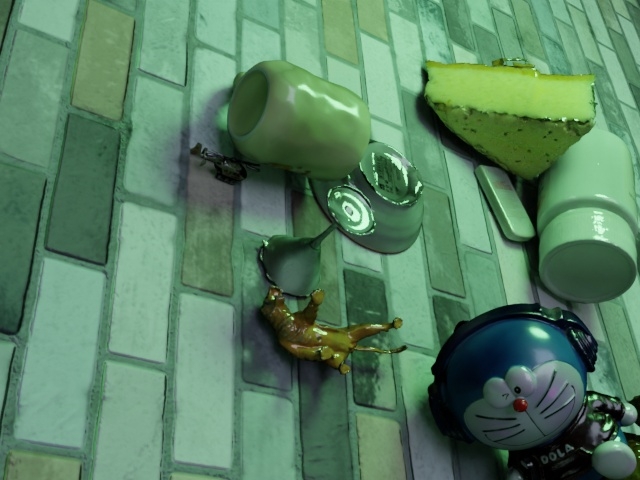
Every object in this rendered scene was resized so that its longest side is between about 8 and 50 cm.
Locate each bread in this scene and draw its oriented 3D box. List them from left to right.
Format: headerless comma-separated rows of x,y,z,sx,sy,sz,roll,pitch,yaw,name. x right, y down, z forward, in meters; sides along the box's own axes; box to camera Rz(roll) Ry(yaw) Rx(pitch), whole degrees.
0.429,-0.327,1.766,0.315,0.279,0.248,37,44,-21,bread

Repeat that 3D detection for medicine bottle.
0.582,-0.061,1.733,0.211,0.211,0.371,32,45,-16,medicine bottle

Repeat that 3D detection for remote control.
0.406,-0.081,1.737,0.088,0.029,0.190,2,56,-38,remote control

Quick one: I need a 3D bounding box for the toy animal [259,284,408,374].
0.030,0.157,1.230,0.255,0.116,0.114,23,71,-31,toy animal

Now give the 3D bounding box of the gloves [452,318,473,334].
0.339,0.201,1.442,0.229,0.097,0.119,17,81,-35,gloves

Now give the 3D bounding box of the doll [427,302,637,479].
0.331,0.248,1.266,0.310,0.284,0.240,45,15,-12,doll

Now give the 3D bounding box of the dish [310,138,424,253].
0.111,-0.108,1.481,0.260,0.085,0.260,21,49,-26,dish

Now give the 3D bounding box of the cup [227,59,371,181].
-0.049,-0.234,1.364,0.202,0.173,0.255,15,46,-36,cup

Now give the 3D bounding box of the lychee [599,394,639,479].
0.540,0.444,1.292,0.270,0.270,0.320,35,29,-13,lychee

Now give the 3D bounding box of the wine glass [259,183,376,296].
0.000,0.000,1.242,0.122,0.183,0.122,21,50,-27,wine glass

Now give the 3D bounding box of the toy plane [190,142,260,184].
-0.161,-0.126,1.303,0.121,0.049,0.031,20,49,-27,toy plane
